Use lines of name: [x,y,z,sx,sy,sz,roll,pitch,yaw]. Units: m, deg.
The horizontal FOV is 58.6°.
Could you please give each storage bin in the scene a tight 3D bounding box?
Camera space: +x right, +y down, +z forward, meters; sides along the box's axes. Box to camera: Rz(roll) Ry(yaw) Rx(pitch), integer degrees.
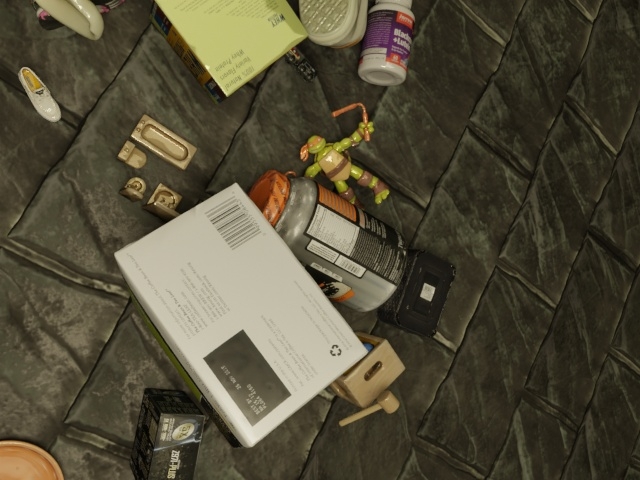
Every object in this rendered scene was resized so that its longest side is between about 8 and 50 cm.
storage bin: [0.219,0.119,1.305,0.122,0.084,0.180,25,80,-24]

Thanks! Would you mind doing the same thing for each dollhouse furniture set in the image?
dollhouse furniture set: [-0.287,-0.133,1.027,0.144,0.123,0.151,33,76,-23]

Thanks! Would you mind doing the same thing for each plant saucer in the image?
plant saucer: [-0.538,0.432,0.954,0.200,0.037,0.199,0,89,-27]

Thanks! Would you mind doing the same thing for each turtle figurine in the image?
turtle figurine: [0.029,-0.143,1.208,0.269,0.087,0.217,-42,113,3]

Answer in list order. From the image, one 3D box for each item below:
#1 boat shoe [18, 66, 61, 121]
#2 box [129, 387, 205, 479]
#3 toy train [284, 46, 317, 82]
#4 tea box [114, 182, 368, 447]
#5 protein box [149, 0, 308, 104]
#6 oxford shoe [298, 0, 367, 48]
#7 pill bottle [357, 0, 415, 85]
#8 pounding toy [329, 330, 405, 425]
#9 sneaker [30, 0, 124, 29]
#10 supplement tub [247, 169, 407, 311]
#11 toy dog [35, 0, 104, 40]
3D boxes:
boat shoe: [-0.482,-0.251,0.978,0.035,0.035,0.100,-33,104,-23]
box: [-0.273,0.356,1.006,0.078,0.180,0.147,12,84,-25]
toy train: [-0.067,-0.396,1.189,0.158,0.027,0.036,41,71,-21]
tea box: [-0.141,0.142,0.941,0.220,0.323,0.329,-34,82,-23]
protein box: [-0.172,-0.399,1.062,0.200,0.136,0.201,-41,107,-11]
oxford shoe: [0.034,-0.601,1.191,0.130,0.169,0.448,22,68,-65]
pill bottle: [0.149,-0.450,1.251,0.108,0.108,0.193,11,85,-26]
pounding toy: [0.080,0.284,1.168,0.181,0.206,0.094,-40,107,-21]
sneaker: [-0.420,-0.440,0.992,0.178,0.072,0.077,-33,94,-28]
supplement tub: [0.000,0.000,1.132,0.316,0.194,0.193,29,78,-24]
toy dog: [-0.342,-0.570,0.906,0.408,0.396,0.284,-47,140,-19]
